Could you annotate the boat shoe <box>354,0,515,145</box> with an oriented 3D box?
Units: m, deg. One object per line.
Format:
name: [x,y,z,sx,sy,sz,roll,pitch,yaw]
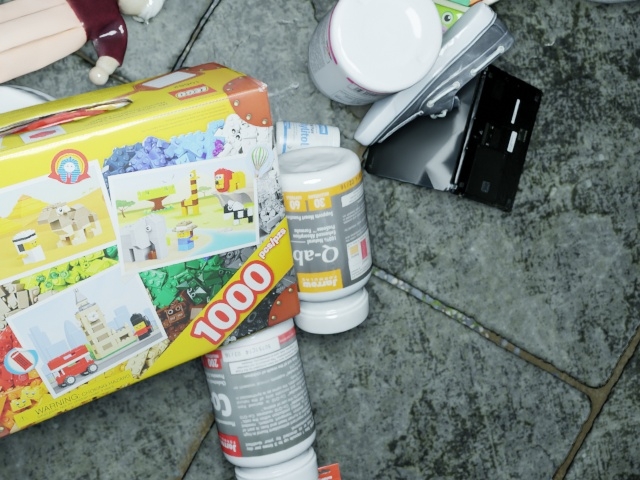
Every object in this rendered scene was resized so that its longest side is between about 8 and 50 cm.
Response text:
boat shoe: [0.187,-0.250,1.197,0.102,0.108,0.301,42,106,-16]

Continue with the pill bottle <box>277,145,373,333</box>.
pill bottle: [0.000,0.000,1.169,0.162,0.162,0.278,-13,114,-10]

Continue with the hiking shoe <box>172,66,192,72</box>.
hiking shoe: [-0.271,-0.193,1.148,0.086,0.114,0.227,38,87,-11]

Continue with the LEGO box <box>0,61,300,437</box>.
LEGO box: [-0.307,0.001,1.004,0.500,0.193,0.372,-21,120,-23]

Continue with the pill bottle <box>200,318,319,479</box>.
pill bottle: [-0.097,0.273,1.196,0.161,0.161,0.283,-13,97,-10]

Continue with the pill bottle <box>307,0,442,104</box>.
pill bottle: [0.068,-0.295,1.119,0.160,0.283,0.160,-1,95,-11]

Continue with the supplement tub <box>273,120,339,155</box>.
supplement tub: [-0.026,-0.163,1.221,0.107,0.071,0.071,3,94,-11]

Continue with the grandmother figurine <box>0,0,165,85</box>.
grandmother figurine: [-0.369,-0.329,1.073,0.342,0.104,0.208,-37,106,-31]

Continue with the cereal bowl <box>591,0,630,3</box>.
cereal bowl: [0.496,-0.576,1.251,0.339,0.141,0.339,-1,94,-11]

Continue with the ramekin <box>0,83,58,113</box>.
ramekin: [-0.487,-0.106,1.104,0.277,0.135,0.277,-1,95,-11]

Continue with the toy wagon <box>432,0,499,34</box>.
toy wagon: [0.236,-0.478,1.183,0.267,0.068,0.344,24,111,16]

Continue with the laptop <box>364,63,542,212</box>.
laptop: [0.244,-0.197,1.299,0.264,0.136,0.234,13,93,-37]

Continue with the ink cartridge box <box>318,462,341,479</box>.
ink cartridge box: [0.017,0.467,1.302,0.063,0.029,0.115,-12,97,-9]
